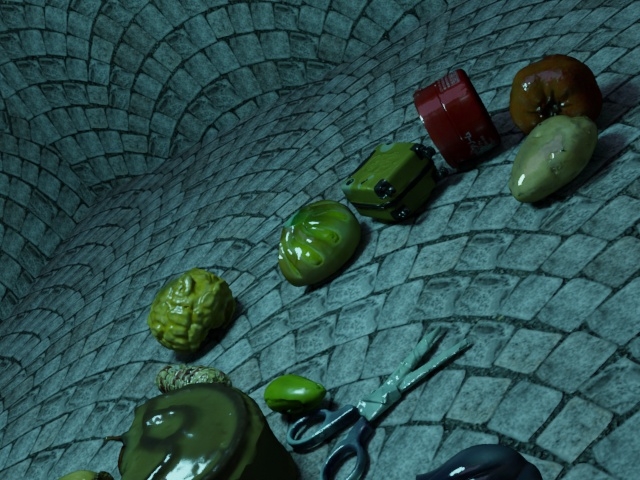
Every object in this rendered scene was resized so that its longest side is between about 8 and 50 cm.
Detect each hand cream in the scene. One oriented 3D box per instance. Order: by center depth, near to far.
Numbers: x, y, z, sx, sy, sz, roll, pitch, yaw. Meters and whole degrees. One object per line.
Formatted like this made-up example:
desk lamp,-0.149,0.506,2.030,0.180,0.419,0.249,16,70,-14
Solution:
hand cream,0.345,-0.307,2.182,0.149,0.230,0.230,-30,24,15

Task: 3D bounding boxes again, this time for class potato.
potato,0.491,-0.183,1.861,0.235,0.128,0.161,-40,19,8

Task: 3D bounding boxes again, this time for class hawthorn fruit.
hawthorn fruit,0.546,-0.343,2.019,0.207,0.207,0.243,-24,22,27

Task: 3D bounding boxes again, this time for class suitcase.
suitcase,0.186,-0.142,2.196,0.194,0.143,0.235,-46,26,-19

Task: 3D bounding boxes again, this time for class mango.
mango,-0.051,0.308,1.755,0.091,0.074,0.165,-26,4,-42

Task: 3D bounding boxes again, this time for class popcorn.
popcorn,-0.338,0.178,2.299,0.250,0.190,0.250,-43,16,16

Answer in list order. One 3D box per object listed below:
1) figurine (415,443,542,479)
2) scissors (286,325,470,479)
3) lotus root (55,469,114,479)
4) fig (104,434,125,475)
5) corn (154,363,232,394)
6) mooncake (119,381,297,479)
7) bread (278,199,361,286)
figurine,0.189,0.394,1.169,0.265,0.175,0.197,-31,18,-6
scissors,0.116,0.297,1.623,0.383,0.029,0.256,-39,24,-7
lotus root,-0.550,0.587,1.892,0.303,0.131,0.146,-28,24,26
fig,-0.393,0.473,1.896,0.128,0.150,0.128,-49,-13,-15
corn,-0.309,0.339,2.062,0.098,0.098,0.290,-49,25,-25
mooncake,-0.250,0.453,1.593,0.393,0.246,0.394,-40,26,-21
bread,0.010,-0.009,2.187,0.156,0.158,0.260,-14,35,37
